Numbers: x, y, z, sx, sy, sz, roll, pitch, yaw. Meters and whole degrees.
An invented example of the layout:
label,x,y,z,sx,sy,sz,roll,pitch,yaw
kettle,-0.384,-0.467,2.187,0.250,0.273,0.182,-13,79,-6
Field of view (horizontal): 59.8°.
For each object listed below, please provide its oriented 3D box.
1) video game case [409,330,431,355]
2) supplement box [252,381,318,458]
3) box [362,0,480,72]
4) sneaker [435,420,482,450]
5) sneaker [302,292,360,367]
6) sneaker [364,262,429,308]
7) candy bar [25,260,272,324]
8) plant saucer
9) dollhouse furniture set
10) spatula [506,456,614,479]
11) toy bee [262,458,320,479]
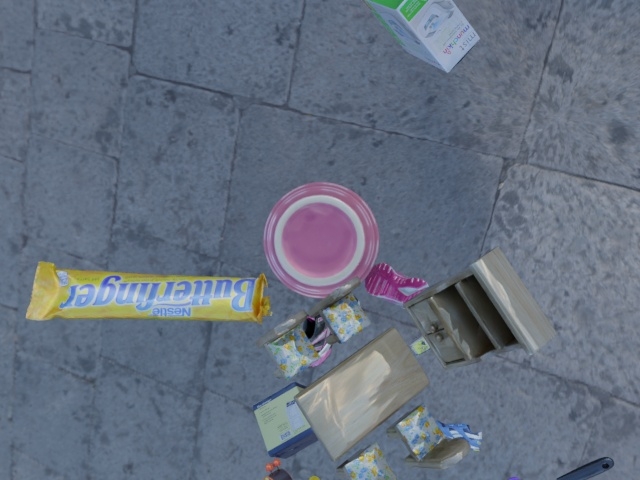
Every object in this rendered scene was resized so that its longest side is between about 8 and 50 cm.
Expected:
label,x,y,z,sx,sy,sz,roll,pitch,yaw
video game case,0.376,0.252,1.655,0.210,0.232,0.042,-34,83,17
supplement box,-0.047,0.279,0.865,0.083,0.056,0.083,-32,57,8
box,0.258,-0.592,1.466,0.127,0.262,0.231,-46,124,10
sneaker,0.390,0.541,1.578,0.144,0.053,0.059,20,83,25
sneaker,0.011,0.163,1.109,0.072,0.178,0.077,-4,131,50
sneaker,0.230,0.146,1.596,0.252,0.111,0.103,25,83,49
candy bar,-0.114,0.038,0.388,0.161,0.018,0.040,3,67,-13
plant saucer,0.000,0.000,1.560,0.332,0.084,0.332,0,91,5
dollhouse furniture set,0.094,0.127,0.586,0.212,0.242,0.161,57,152,6
spatula,0.505,0.538,1.227,0.296,0.030,0.084,-37,95,30
toy bee,-0.097,0.646,1.398,0.298,0.195,0.162,1,101,19
